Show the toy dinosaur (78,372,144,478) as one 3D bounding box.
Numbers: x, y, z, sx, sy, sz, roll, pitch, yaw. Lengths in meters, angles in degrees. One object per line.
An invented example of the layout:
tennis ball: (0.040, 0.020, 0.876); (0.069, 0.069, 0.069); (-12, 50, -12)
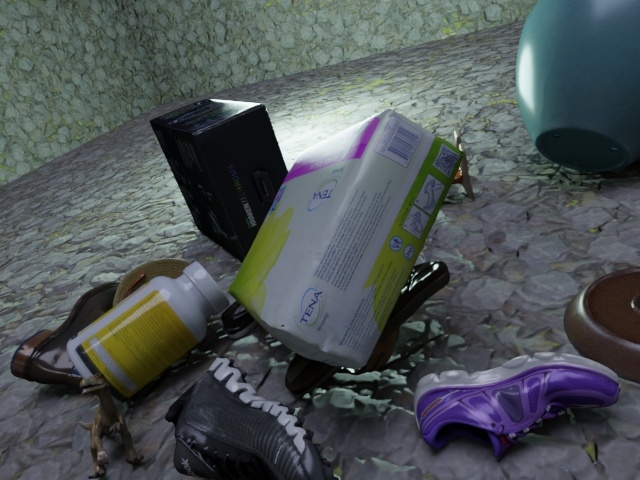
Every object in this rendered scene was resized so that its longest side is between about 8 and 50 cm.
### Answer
toy dinosaur: (-0.226, 0.198, 0.534); (0.053, 0.183, 0.092); (-8, 60, -30)

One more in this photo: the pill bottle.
pill bottle: (-0.211, 0.110, 0.633); (0.184, 0.103, 0.103); (-38, 32, -17)

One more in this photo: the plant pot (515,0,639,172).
plant pot: (0.429, -0.220, 0.766); (0.290, 0.290, 0.195); (14, 77, 46)

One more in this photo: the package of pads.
package of pads: (0.000, 0.000, 0.556); (0.229, 0.101, 0.296); (-64, 17, -8)

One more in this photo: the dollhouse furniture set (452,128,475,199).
dollhouse furniture set: (0.113, -0.103, 0.833); (0.262, 0.135, 0.259); (-10, 28, 15)

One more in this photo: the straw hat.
straw hat: (-0.220, 0.096, 0.734); (0.145, 0.144, 0.061); (-19, -16, -3)

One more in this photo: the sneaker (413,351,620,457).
sneaker: (0.166, 0.147, 0.428); (0.170, 0.068, 0.071); (-18, 41, 19)

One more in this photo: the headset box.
headset box: (-0.166, -0.115, 0.903); (0.131, 0.246, 0.283); (-30, 28, -22)

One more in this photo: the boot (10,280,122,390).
boot: (-0.324, 0.139, 0.737); (0.106, 0.082, 0.219); (15, 32, 13)

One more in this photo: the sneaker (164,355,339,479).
sneaker: (-0.077, 0.191, 0.463); (0.106, 0.078, 0.234); (-35, 27, -25)

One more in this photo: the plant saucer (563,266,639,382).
plant saucer: (0.330, 0.072, 0.489); (0.169, 0.029, 0.168); (-15, 26, 8)

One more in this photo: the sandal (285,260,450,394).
sandal: (0.057, 0.104, 0.550); (0.219, 0.060, 0.090); (-37, 11, -5)

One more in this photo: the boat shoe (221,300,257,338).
boat shoe: (-0.093, 0.086, 0.708); (0.046, 0.038, 0.125); (7, 36, 40)
